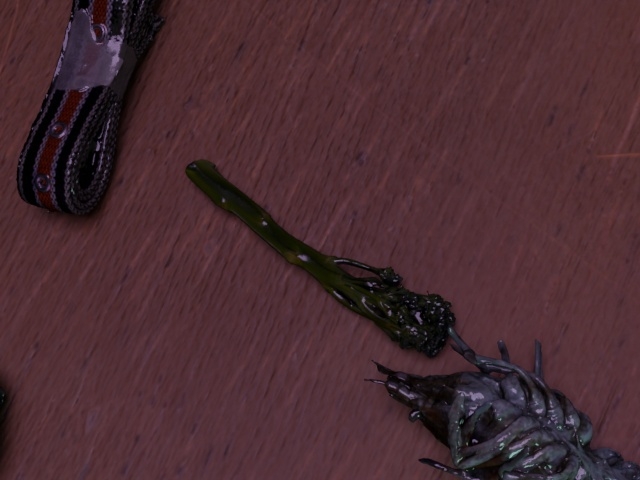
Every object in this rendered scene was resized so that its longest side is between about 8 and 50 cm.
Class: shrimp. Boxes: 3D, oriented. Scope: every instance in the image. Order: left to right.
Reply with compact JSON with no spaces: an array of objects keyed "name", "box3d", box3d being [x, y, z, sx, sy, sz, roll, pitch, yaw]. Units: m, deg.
[{"name":"shrimp","box3d":[0.242,0.217,1.258,0.410,0.166,0.221,33,46,5]}]

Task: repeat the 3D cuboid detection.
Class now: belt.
[{"name":"belt","box3d":[-0.290,-0.206,1.504,0.094,0.126,0.360,10,74,15]}]

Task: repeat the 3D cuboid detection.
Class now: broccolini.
[{"name":"broccolini","box3d":[0.000,0.003,1.419,0.392,0.079,0.074,39,40,20]}]

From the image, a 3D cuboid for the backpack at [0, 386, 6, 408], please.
[{"name":"backpack","box3d":[-0.476,0.247,1.383,0.206,0.133,0.258,23,70,25]}]
